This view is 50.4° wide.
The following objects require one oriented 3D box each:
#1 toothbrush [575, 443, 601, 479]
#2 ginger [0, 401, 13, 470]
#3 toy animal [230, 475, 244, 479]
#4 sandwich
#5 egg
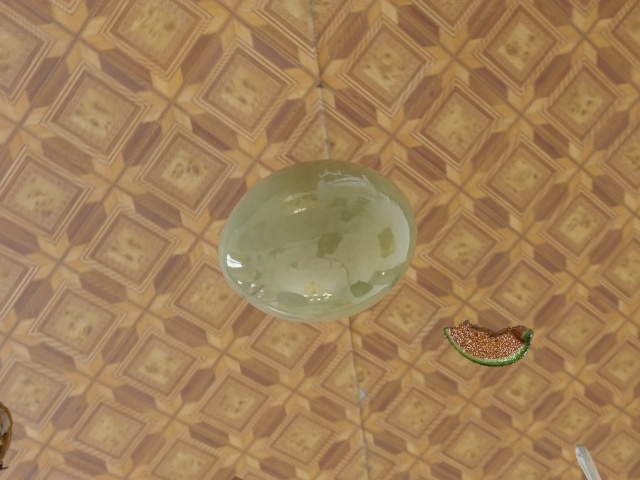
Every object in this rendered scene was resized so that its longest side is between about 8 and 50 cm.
[{"bbox_3d":[0.197,0.196,0.448,0.013,0.011,0.131,-23,89,-19],"label":"toothbrush"},{"bbox_3d":[-0.593,0.298,0.942,0.254,0.418,0.176,-31,75,3],"label":"ginger"},{"bbox_3d":[-0.115,0.543,1.298,0.188,0.089,0.179,-18,108,25],"label":"toy animal"},{"bbox_3d":[0.251,0.154,1.024,0.135,0.029,0.067,7,107,33],"label":"sandwich"},{"bbox_3d":[0.000,0.000,0.783,0.253,0.187,0.186,-9,115,-35],"label":"egg"}]
